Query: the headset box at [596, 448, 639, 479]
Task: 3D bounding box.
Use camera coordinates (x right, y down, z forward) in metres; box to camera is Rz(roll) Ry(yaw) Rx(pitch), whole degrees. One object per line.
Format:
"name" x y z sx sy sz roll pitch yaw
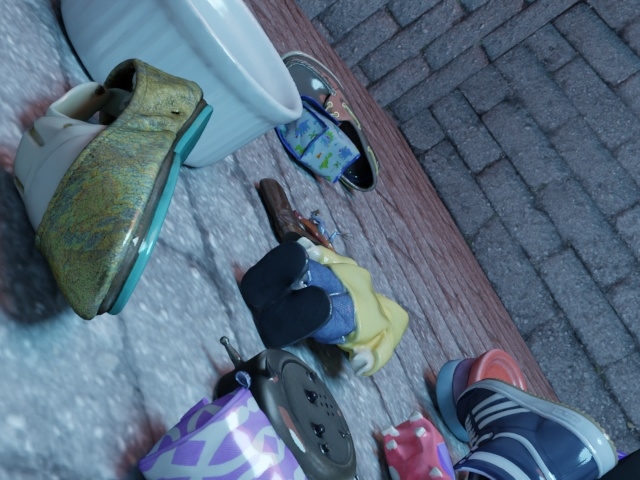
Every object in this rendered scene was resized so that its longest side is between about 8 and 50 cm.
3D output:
"headset box" 0.343 0.403 0.871 0.283 0.246 0.131 48 19 -15

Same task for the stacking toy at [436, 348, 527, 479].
"stacking toy" 0.271 0.345 1.200 0.309 0.130 0.279 48 42 -21

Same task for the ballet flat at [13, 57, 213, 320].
"ballet flat" -0.158 -0.059 0.570 0.123 0.123 0.348 51 15 -20

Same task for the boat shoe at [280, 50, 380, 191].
"boat shoe" 0.020 -0.235 1.562 0.324 0.116 0.096 55 9 -27

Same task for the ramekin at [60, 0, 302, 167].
"ramekin" -0.153 -0.214 0.860 0.277 0.135 0.277 51 15 -19

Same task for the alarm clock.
"alarm clock" -0.012 0.163 0.636 0.192 0.064 0.129 51 14 -34

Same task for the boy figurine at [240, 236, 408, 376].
"boy figurine" 0.021 0.076 0.882 0.177 0.092 0.285 61 14 23

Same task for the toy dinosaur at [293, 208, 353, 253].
"toy dinosaur" 0.000 0.000 1.142 0.090 0.047 0.082 0 60 -33

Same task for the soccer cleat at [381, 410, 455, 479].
"soccer cleat" 0.111 0.269 0.778 0.095 0.083 0.248 57 10 -16

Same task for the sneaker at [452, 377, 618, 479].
"sneaker" 0.205 0.254 0.934 0.099 0.153 0.282 62 -18 -8

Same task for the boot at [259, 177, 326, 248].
"boot" -0.037 -0.027 1.047 0.106 0.037 0.114 44 13 -48

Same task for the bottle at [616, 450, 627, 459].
"bottle" 0.430 0.374 1.175 0.283 0.118 0.092 20 2 -42

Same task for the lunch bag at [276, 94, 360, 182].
"lunch bag" -0.018 -0.193 1.387 0.151 0.096 0.129 48 9 35

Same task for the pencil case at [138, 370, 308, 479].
"pencil case" -0.030 0.189 0.475 0.206 0.086 0.088 58 -14 2
